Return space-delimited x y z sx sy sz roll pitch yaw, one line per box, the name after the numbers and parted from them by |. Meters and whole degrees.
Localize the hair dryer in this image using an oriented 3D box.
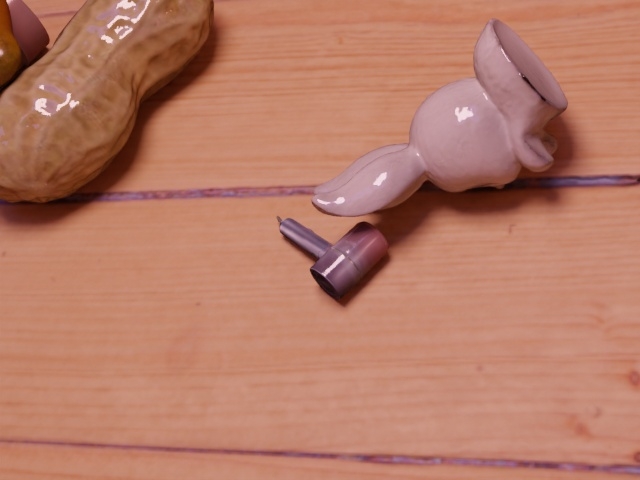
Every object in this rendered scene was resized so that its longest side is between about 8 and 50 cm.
0.000 0.000 0.994 0.063 0.037 0.114 -44 48 -15 | hair dryer

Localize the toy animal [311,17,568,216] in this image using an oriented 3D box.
0.104 -0.067 0.973 0.221 0.131 0.104 -41 21 19 | toy animal

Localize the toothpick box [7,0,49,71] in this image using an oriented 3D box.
-0.370 -0.191 1.204 0.098 0.098 0.149 31 71 32 | toothpick box

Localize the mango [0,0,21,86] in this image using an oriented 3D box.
-0.339 -0.199 1.098 0.102 0.085 0.184 -40 58 2 | mango

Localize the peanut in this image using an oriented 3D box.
-0.211 -0.155 1.112 0.136 0.120 0.298 24 67 35 | peanut
